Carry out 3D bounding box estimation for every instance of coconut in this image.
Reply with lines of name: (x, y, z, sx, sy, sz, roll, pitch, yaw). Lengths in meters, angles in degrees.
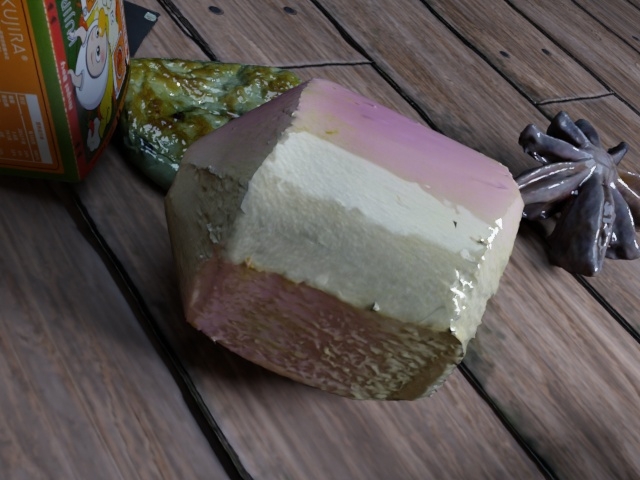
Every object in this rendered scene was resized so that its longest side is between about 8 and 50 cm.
coconut: (0.000, 0.000, 0.548, 0.245, 0.233, 0.233, 22, 40, 3)

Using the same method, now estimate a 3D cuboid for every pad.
pad: (-0.290, -0.271, 0.831, 0.193, 0.004, 0.116, 20, 40, -10)

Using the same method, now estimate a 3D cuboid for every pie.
pie: (-0.103, -0.125, 0.745, 0.240, 0.054, 0.240, 14, 44, -14)

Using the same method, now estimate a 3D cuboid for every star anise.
star anise: (0.301, -0.051, 0.860, 0.257, 0.110, 0.198, -29, 80, -37)

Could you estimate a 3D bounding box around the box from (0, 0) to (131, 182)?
box: (-0.244, -0.179, 0.580, 0.148, 0.195, 0.177, 7, 48, -1)
